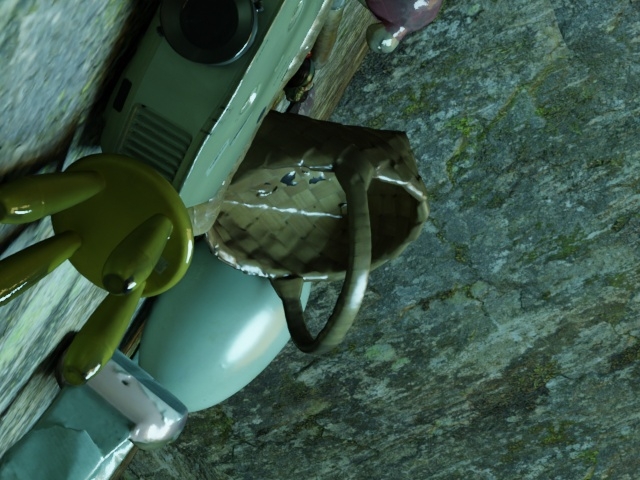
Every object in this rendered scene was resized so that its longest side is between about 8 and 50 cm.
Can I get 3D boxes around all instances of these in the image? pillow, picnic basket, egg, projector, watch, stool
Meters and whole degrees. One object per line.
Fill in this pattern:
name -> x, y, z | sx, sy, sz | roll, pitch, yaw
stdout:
pillow -> -0.063, -0.229, 1.662 | 0.185, 0.043, 0.118 | -59, -177, 30
picnic basket -> 0.000, 0.000, 1.144 | 0.337, 0.337, 0.293 | -60, 180, -44
egg -> -0.160, 0.118, 1.342 | 0.371, 0.230, 0.230 | -53, 178, -21
projector -> -0.068, -0.153, 0.599 | 0.269, 0.088, 0.193 | -60, 179, 8
watch -> -0.281, 0.246, 0.902 | 0.241, 0.162, 0.253 | -52, 177, -10
stool -> -0.154, 0.011, 0.526 | 0.110, 0.135, 0.134 | -54, 132, -61

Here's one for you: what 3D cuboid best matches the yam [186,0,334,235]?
yam -> -0.083, -0.145, 0.850 | 0.356, 0.081, 0.081 | -59, -179, 30

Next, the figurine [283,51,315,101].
figurine -> -0.037, -0.264, 1.298 | 0.106, 0.047, 0.059 | 130, -30, -69

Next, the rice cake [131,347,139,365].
rice cake -> -0.314, 0.202, 1.531 | 0.290, 0.051, 0.081 | -59, 180, -24

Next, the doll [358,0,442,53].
doll -> 0.108, -0.402, 1.222 | 0.255, 0.152, 0.196 | -79, -173, -54

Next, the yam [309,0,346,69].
yam -> 0.006, -0.335, 1.286 | 0.046, 0.046, 0.264 | -59, -179, -10
